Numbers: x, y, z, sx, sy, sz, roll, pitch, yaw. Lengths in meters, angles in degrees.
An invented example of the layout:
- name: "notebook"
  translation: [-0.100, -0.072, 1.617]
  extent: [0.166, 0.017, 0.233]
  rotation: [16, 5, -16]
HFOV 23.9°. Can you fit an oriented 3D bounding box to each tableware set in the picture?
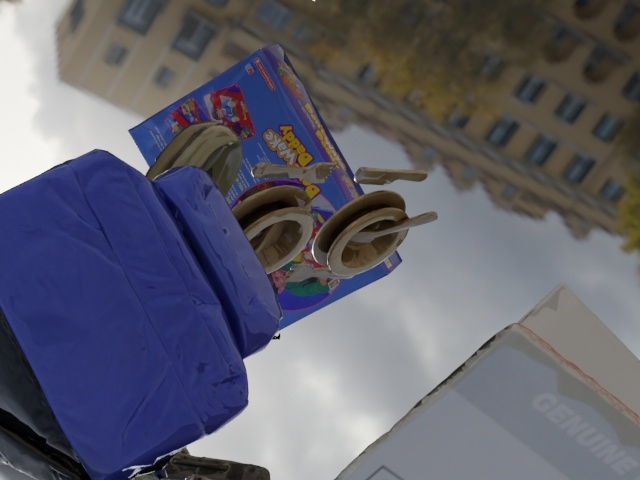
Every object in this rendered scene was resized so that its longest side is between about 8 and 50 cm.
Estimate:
- name: "tableware set"
  translation: [0.000, 0.000, 1.166]
  extent: [0.194, 0.128, 0.039]
  rotation: [-1, -134, -44]

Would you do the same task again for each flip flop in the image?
- name: "flip flop"
  translation: [-0.115, 0.035, 0.997]
  extent: [0.080, 0.112, 0.277]
  rotation: [29, -124, 8]

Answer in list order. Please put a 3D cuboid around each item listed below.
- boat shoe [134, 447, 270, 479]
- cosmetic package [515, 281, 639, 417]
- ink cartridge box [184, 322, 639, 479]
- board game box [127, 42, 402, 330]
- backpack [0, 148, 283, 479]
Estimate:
- name: "boat shoe"
  translation: [-0.121, 0.184, 1.142]
  extent: [0.223, 0.073, 0.080]
  rotation: [6, 150, 44]
- name: "cosmetic package"
  translation: [0.273, 0.165, 1.478]
  extent: [0.231, 0.117, 0.085]
  rotation: [48, 175, 12]
- name: "ink cartridge box"
  translation: [0.060, 0.159, 0.477]
  extent: [0.275, 0.239, 0.060]
  rotation: [38, -161, -23]
- name: "board game box"
  translation: [-0.076, -0.062, 2.080]
  extent: [0.347, 0.233, 0.078]
  rotation: [61, -158, -3]
- name: "backpack"
  translation: [-0.076, 0.033, 0.474]
  extent: [0.101, 0.120, 0.098]
  rotation: [-21, -94, -33]
